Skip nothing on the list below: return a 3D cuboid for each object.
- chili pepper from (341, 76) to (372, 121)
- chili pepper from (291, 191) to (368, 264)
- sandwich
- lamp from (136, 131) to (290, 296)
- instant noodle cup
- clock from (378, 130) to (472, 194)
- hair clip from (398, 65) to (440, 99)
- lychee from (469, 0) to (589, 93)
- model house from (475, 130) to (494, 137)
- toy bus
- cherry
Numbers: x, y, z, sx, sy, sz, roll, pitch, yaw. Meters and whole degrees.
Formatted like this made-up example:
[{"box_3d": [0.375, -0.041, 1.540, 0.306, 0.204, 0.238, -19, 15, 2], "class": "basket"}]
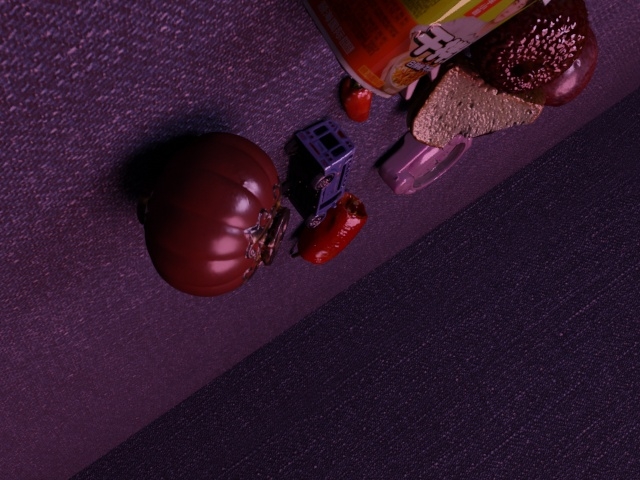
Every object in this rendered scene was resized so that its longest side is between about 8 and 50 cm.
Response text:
[{"box_3d": [0.082, -0.306, 1.471, 0.071, 0.063, 0.272, -24, 167, 0], "class": "chili pepper"}, {"box_3d": [-0.002, 0.002, 2.048, 0.134, 0.131, 0.338, -3, 146, -48], "class": "chili pepper"}, {"box_3d": [0.378, -0.328, 1.696, 0.254, 0.288, 0.100, 120, -16, -44], "class": "sandwich"}, {"box_3d": [-0.192, -0.046, 1.221, 0.303, 0.256, 0.303, 18, 90, -88], "class": "lamp"}, {"box_3d": [0.155, -0.394, 1.038, 0.307, 0.294, 0.294, -36, 166, 23], "class": "instant noodle cup"}, {"box_3d": [0.335, -0.262, 2.057, 0.295, 0.113, 0.322, -42, 165, 16], "class": "clock"}, {"box_3d": [0.207, -0.415, 1.382, 0.101, 0.085, 0.331, -28, 163, -7], "class": "hair clip"}, {"box_3d": [0.456, -0.461, 1.497, 0.260, 0.261, 0.261, -34, 164, -11], "class": "lychee"}, {"box_3d": [0.442, -0.403, 1.806, 0.219, 0.135, 0.207, -62, -153, -7], "class": "model house"}, {"box_3d": [-0.005, -0.153, 1.596, 0.133, 0.125, 0.292, -32, 163, -19], "class": "toy bus"}, {"box_3d": [0.694, -0.513, 1.969, 0.230, 0.203, 0.300, -16, 140, -49], "class": "cherry"}]
